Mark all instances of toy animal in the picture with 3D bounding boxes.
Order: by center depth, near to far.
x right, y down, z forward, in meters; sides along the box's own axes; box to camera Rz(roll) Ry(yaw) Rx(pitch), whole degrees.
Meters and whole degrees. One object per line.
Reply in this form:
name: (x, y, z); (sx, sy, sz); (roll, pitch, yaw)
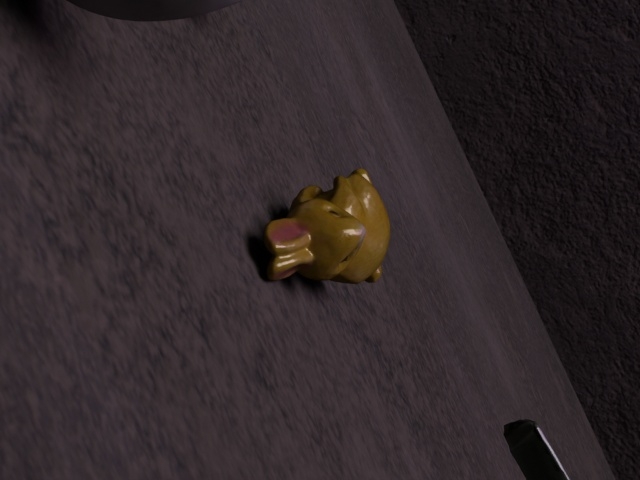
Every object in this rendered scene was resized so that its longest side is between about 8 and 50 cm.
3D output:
toy animal: (0.003, 0.002, 0.920); (0.083, 0.070, 0.159); (67, 17, -1)

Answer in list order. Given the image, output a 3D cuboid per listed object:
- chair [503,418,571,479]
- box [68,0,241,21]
chair: (0.084, 0.256, 0.550); (0.275, 0.190, 0.203); (55, 15, -8)
box: (-0.067, -0.229, 0.626); (0.262, 0.291, 0.206); (-60, 155, -22)
